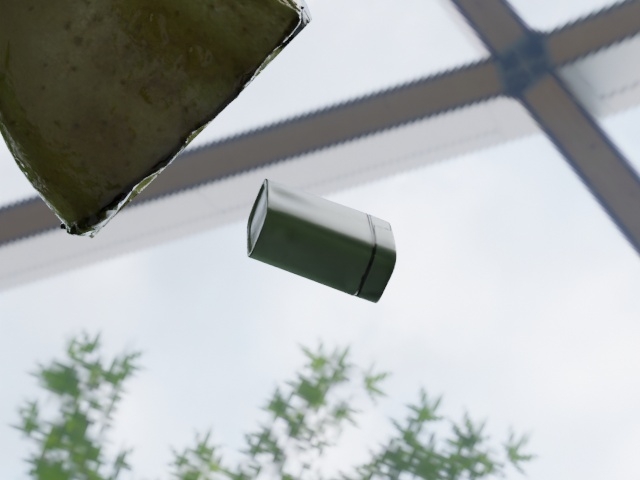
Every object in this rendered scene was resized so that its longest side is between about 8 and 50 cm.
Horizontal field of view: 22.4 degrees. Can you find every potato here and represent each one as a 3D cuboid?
[{"bbox_3d":[-0.171,-0.165,1.353,0.285,0.242,0.242,-41,-131,4],"label":"potato"}]

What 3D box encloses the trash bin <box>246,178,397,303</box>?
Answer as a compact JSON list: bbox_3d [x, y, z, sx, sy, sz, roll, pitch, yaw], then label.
[{"bbox_3d":[0.000,0.000,1.522,0.116,0.130,0.059,-99,-149,-69],"label":"trash bin"}]
